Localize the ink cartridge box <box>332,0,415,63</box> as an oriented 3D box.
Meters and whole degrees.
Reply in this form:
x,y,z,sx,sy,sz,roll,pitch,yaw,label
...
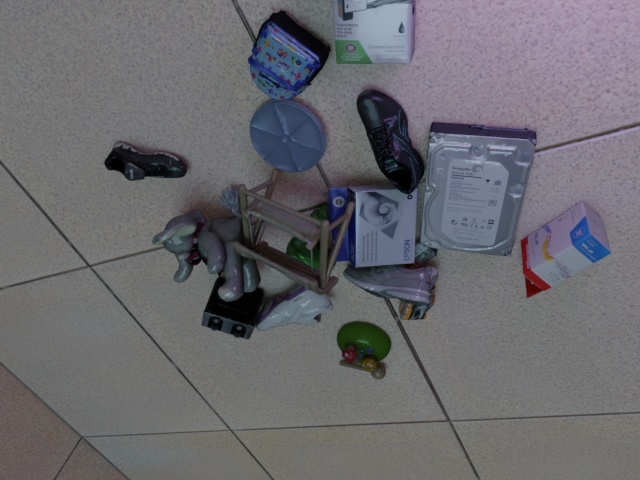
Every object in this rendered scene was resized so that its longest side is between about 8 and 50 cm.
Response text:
x,y,z,sx,sy,sz,roll,pitch,yaw,label
0.108,-0.476,1.059,0.160,0.092,0.219,5,130,14,ink cartridge box

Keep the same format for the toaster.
x,y,z,sx,sy,sz,roll,pitch,yaw,label
-0.282,0.213,1.712,0.168,0.185,0.110,18,134,-7,toaster

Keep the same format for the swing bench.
x,y,z,sx,sy,sz,roll,pitch,yaw,label
-0.076,-0.008,1.351,0.253,0.165,0.254,24,122,21,swing bench

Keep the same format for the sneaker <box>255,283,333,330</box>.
x,y,z,sx,sy,sz,roll,pitch,yaw,label
-0.091,0.239,1.698,0.152,0.114,0.305,44,128,-17,sneaker

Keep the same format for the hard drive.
x,y,z,sx,sy,sz,roll,pitch,yaw,label
0.371,-0.115,1.291,0.237,0.064,0.339,7,129,12,hard drive

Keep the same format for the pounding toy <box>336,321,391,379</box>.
x,y,z,sx,sy,sz,roll,pitch,yaw,label
0.133,0.388,1.750,0.183,0.110,0.237,8,130,12,pounding toy

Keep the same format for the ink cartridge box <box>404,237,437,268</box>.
x,y,z,sx,sy,sz,roll,pitch,yaw,label
0.263,0.043,1.477,0.063,0.029,0.115,39,129,-14,ink cartridge box

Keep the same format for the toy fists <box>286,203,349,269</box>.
x,y,z,sx,sy,sz,roll,pitch,yaw,label
0.000,0.000,1.489,0.142,0.096,0.279,27,130,-16,toy fists

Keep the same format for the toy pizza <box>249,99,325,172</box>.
x,y,z,sx,sy,sz,roll,pitch,yaw,label
-0.082,-0.263,1.338,0.201,0.032,0.201,10,130,12,toy pizza

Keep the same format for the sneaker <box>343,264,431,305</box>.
x,y,z,sx,sy,sz,roll,pitch,yaw,label
0.194,0.103,1.501,0.281,0.115,0.105,12,167,37,sneaker

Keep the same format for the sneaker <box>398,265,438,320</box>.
x,y,z,sx,sy,sz,roll,pitch,yaw,label
0.297,0.154,1.533,0.083,0.084,0.215,10,135,-10,sneaker

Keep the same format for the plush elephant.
x,y,z,sx,sy,sz,roll,pitch,yaw,label
-0.337,0.020,1.511,0.255,0.272,0.330,-7,98,7,plush elephant

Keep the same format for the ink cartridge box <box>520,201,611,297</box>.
x,y,z,sx,sy,sz,roll,pitch,yaw,label
0.570,0.027,1.292,0.078,0.134,0.231,36,129,-14,ink cartridge box

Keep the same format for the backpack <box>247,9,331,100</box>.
x,y,z,sx,sy,sz,roll,pitch,yaw,label
-0.088,-0.390,1.181,0.158,0.117,0.173,36,133,-11,backpack

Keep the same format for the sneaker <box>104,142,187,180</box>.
x,y,z,sx,sy,sz,roll,pitch,yaw,label
-0.492,-0.202,1.474,0.234,0.106,0.078,15,132,6,sneaker

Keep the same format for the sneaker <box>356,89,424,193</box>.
x,y,z,sx,sy,sz,roll,pitch,yaw,label
0.166,-0.227,1.238,0.101,0.106,0.267,-20,118,32,sneaker

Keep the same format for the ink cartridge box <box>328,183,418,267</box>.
x,y,z,sx,sy,sz,roll,pitch,yaw,label
0.136,-0.036,1.374,0.224,0.045,0.223,-4,117,-2,ink cartridge box
